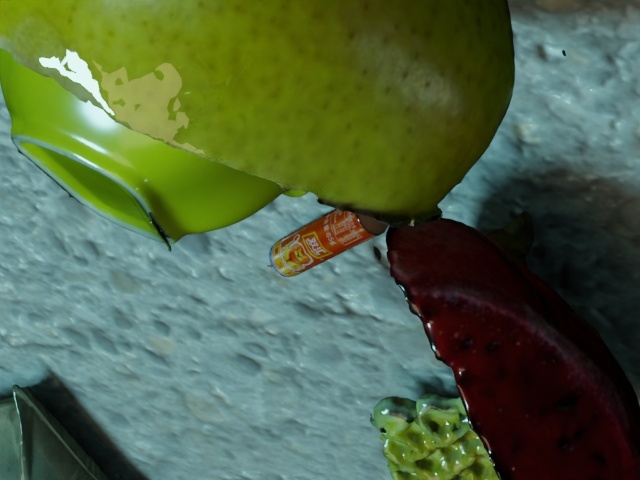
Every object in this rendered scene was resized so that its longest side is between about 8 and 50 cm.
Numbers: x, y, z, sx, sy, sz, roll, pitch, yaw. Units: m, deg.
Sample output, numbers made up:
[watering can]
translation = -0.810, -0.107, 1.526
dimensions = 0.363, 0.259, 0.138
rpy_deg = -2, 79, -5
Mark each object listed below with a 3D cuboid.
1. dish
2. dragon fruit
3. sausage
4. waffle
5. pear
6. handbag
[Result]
[dish]
translation = -0.130, -0.073, 1.395
dimensions = 0.221, 0.108, 0.262
rpy_deg = 23, 165, 26
[dragon fruit]
translation = 0.168, 0.104, 1.455
dimensions = 0.100, 0.282, 0.343
rpy_deg = -28, 103, 13
[sausage]
translation = 0.000, 0.000, 1.557
dimensions = 0.034, 0.034, 0.129
rpy_deg = 39, 141, -22
[waffle]
translation = 0.157, 0.194, 1.706
dimensions = 0.204, 0.054, 0.223
rpy_deg = 7, 143, 20
[pear]
translation = -0.052, -0.186, 1.160
dimensions = 0.386, 0.340, 0.191
rpy_deg = 27, 109, 4
[handbag]
translation = -0.284, 0.243, 1.951
dimensions = 0.182, 0.117, 0.270
rpy_deg = -18, 129, 25
